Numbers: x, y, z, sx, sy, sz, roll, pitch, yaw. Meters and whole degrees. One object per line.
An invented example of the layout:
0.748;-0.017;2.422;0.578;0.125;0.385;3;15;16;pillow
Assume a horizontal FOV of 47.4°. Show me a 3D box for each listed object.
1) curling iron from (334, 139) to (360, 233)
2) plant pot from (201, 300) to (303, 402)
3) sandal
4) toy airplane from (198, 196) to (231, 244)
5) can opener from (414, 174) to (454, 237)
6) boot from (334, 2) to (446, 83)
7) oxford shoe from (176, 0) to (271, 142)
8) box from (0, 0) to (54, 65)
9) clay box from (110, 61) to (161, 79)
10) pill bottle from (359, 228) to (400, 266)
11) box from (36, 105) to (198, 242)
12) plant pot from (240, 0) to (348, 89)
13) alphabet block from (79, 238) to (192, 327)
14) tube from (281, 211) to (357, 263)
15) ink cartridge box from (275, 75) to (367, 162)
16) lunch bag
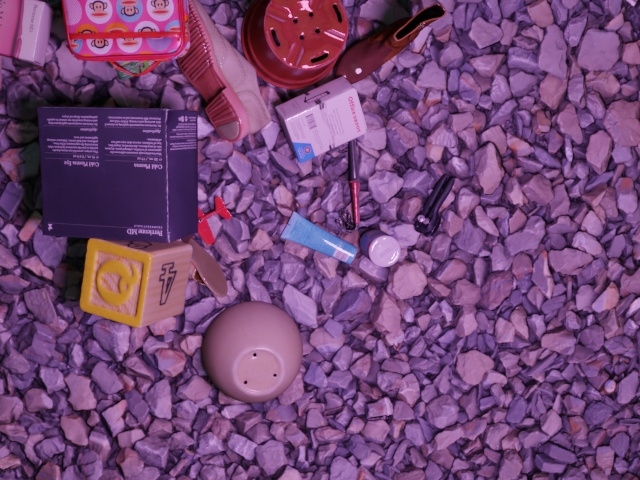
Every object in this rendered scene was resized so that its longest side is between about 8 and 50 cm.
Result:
0.082;-0.153;2.013;0.068;0.035;0.273;2;99;-11;curling iron
-0.175;0.324;1.969;0.284;0.191;0.284;-2;100;-10;plant pot
-0.346;0.062;1.965;0.079;0.088;0.240;-25;107;29;sandal
-0.306;-0.063;1.964;0.151;0.028;0.151;-2;100;-10;toy airplane
0.322;-0.101;2.062;0.059;0.073;0.186;23;92;26;can opener
0.169;-0.488;1.846;0.264;0.280;0.096;-29;103;-4;boot
-0.259;-0.450;1.877;0.147;0.141;0.396;-28;98;-41;oxford shoe
-0.782;-0.524;1.752;0.233;0.127;0.148;12;97;-11;box
-0.499;-0.531;1.838;0.128;0.053;0.222;-25;101;-3;clay box
0.157;0.017;1.991;0.087;0.160;0.087;-2;99;-10;pill bottle
-0.489;-0.167;1.781;0.344;0.179;0.312;4;99;14;box
-0.053;-0.518;1.811;0.273;0.265;0.272;-2;100;-10;plant pot
-0.462;0.092;1.839;0.193;0.197;0.193;12;100;21;alphabet block
0.000;0.000;2.021;0.207;0.052;0.080;26;89;-8;tube
0.004;-0.318;1.919;0.203;0.086;0.148;-25;132;-6;ink cartridge box
-0.463;-0.528;1.753;0.293;0.120;0.258;-2;104;1;lunch bag
